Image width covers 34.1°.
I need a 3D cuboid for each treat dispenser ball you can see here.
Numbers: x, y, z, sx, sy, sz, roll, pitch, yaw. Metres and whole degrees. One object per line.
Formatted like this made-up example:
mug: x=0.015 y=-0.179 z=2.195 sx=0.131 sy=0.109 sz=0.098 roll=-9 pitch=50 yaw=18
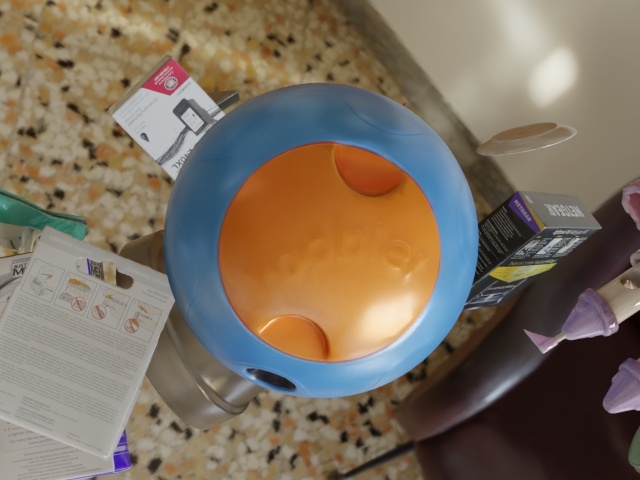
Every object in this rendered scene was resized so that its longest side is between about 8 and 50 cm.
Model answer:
treat dispenser ball: x=0.000 y=0.000 z=0.963 sx=0.288 sy=0.288 sz=0.288 roll=15 pitch=57 yaw=-25

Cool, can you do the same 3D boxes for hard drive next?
hard drive: x=-0.223 y=-0.240 z=1.919 sx=0.135 sy=0.094 sz=0.022 roll=-43 pitch=125 yaw=-47

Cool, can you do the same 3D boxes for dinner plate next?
dinner plate: x=0.288 y=-0.146 z=1.467 sx=0.141 sy=0.141 sz=0.017 roll=-26 pitch=107 yaw=-40

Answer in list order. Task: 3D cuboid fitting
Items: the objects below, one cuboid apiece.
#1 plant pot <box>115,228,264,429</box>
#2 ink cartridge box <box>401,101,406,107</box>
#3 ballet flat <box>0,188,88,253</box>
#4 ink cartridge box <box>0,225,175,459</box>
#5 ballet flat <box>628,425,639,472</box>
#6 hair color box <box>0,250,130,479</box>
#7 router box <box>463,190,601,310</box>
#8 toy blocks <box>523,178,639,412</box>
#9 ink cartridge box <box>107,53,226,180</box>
plant pot: x=-0.115 y=0.093 z=1.629 sx=0.323 sy=0.281 sz=0.323 roll=61 pitch=12 yaw=-21
ink cartridge box: x=0.037 y=-0.164 z=1.801 sx=0.078 sy=0.231 sz=0.134 roll=41 pitch=37 yaw=-11
ballet flat: x=-0.459 y=-0.019 z=1.647 sx=0.247 sy=0.083 sz=0.087 roll=24 pitch=75 yaw=-61
ink cartridge box: x=-0.287 y=0.120 z=1.227 sx=0.181 sy=0.056 sz=0.224 roll=23 pitch=77 yaw=-2
ballet flat: x=0.565 y=0.289 z=1.575 sx=0.124 sy=0.342 sz=0.116 roll=16 pitch=60 yaw=9
hair color box: x=-0.403 y=0.187 z=1.546 sx=0.185 sy=0.110 sz=0.338 roll=-10 pitch=82 yaw=2
router box: x=0.328 y=0.021 z=1.811 sx=0.081 sy=0.243 sz=0.309 roll=57 pitch=25 yaw=18
toy blocks: x=0.398 y=0.118 z=1.049 sx=0.260 sy=0.309 sz=0.288 roll=-34 pitch=50 yaw=-10
ink cartridge box: x=-0.182 y=-0.148 z=1.349 sx=0.109 sy=0.063 sz=0.150 roll=-45 pitch=110 yaw=-3
